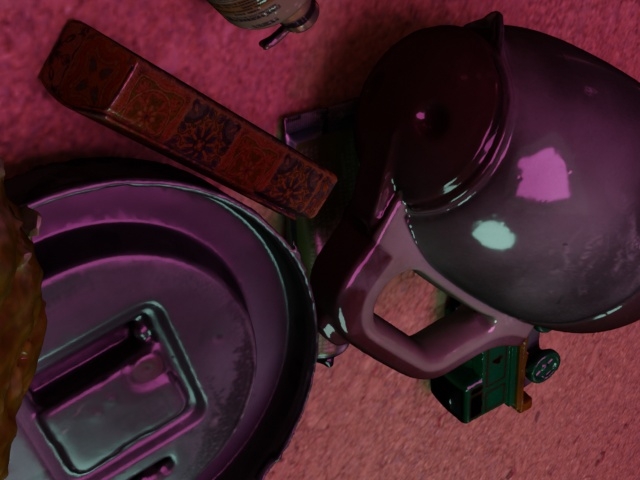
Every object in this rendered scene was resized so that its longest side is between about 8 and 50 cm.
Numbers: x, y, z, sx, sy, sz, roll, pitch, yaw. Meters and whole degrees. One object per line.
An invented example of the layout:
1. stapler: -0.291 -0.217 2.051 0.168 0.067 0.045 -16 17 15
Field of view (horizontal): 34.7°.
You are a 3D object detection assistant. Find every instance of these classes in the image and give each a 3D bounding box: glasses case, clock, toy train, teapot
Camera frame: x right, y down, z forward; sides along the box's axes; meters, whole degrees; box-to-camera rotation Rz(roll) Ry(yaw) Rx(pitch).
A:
1. glasses case: -0.081 -0.071 0.690 0.218 0.075 0.049 26 98 -53
2. clock: -0.147 0.091 0.680 0.312 0.061 0.313 -15 122 -26
3. toy train: 0.184 0.107 1.104 0.136 0.091 0.228 -26 134 -21
4. teapot: 0.134 -0.027 0.850 0.312 0.233 0.315 20 101 -45

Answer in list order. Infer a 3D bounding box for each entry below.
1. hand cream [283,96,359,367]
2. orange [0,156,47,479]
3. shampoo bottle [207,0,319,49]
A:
1. hand cream: 0.000 0.000 0.861 0.086 0.055 0.235 -24 123 -42
2. orange: -0.220 0.003 0.391 0.223 0.300 0.301 -27 114 -11
3. shampoo bottle: -0.048 -0.183 0.645 0.079 0.079 0.162 -56 143 -2
